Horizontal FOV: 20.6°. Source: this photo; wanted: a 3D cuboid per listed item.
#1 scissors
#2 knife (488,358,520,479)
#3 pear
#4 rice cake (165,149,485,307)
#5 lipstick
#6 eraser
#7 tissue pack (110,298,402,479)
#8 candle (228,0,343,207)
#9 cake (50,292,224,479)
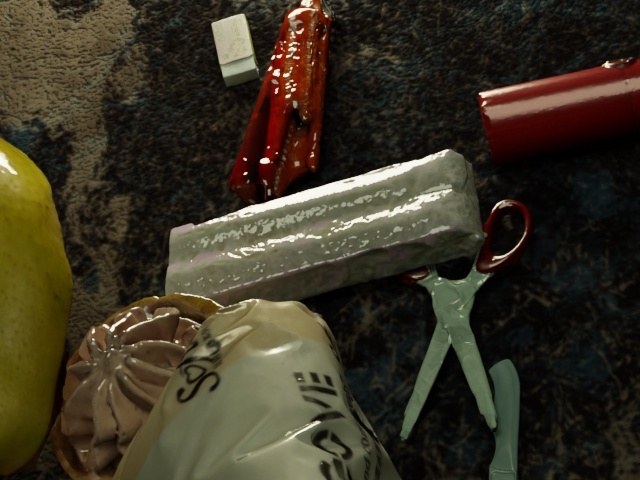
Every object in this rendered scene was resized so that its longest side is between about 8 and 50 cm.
[{"bbox_3d":[0.115,0.068,1.541,0.144,0.017,0.247,-8,49,16],"label":"scissors"},{"bbox_3d":[0.150,0.186,1.446,0.028,0.015,0.210,-3,51,10],"label":"knife"},{"bbox_3d":[-0.389,0.042,1.456,0.340,0.191,0.386,-40,55,13],"label":"pear"},{"bbox_3d":[-0.001,-0.001,1.603,0.298,0.050,0.106,-15,47,11],"label":"rice cake"},{"bbox_3d":[0.288,-0.132,1.627,0.280,0.073,0.073,-12,50,6],"label":"lipstick"},{"bbox_3d":[-0.088,-0.196,1.821,0.038,0.019,0.083,-16,49,2],"label":"eraser"},{"bbox_3d":[-0.046,0.270,1.217,0.195,0.390,0.375,14,26,-27],"label":"tissue pack"},{"bbox_3d":[-0.028,-0.152,1.744,0.084,0.059,0.301,4,52,8],"label":"candle"},{"bbox_3d":[-0.134,0.123,1.478,0.208,0.178,0.185,-41,52,-21],"label":"cake"}]
